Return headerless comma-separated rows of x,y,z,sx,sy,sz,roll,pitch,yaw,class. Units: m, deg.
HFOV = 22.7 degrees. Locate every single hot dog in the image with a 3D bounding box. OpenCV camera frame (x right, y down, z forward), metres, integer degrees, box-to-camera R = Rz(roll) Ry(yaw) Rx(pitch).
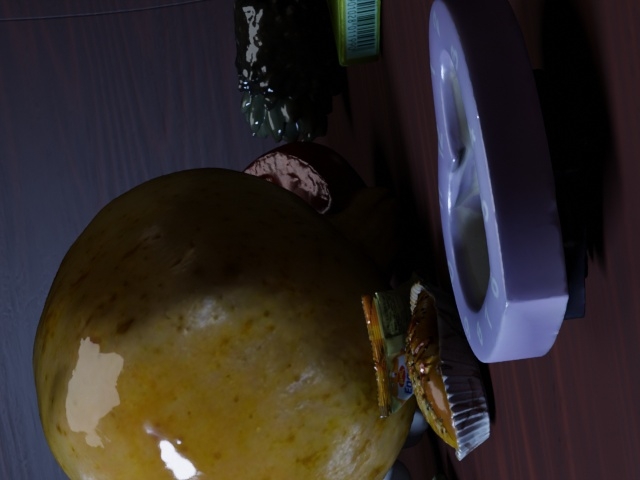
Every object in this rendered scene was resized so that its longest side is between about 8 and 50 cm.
0.097,0.103,1.280,0.192,0.053,0.099,-101,-1,-59,hot dog

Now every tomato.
0.000,0.000,1.726,0.200,0.140,0.233,53,132,21,tomato

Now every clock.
0.101,-0.022,0.806,0.172,0.064,0.198,-105,7,-56,clock

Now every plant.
-0.039,-0.218,1.930,0.132,0.129,0.194,-102,8,-63,plant

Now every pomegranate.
-0.070,0.101,1.513,0.410,0.410,0.410,170,90,-86,pomegranate

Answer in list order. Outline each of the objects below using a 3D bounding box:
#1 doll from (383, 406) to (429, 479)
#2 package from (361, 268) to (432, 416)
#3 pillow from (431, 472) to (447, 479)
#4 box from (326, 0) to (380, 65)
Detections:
0.063,0.319,1.629,0.208,0.144,0.271,98,178,-47,doll
0.074,0.087,1.391,0.121,0.031,0.108,-20,-79,-61,package
0.140,0.351,1.469,0.255,0.034,0.188,-113,12,-67,pillow
0.019,-0.314,1.432,0.311,0.043,0.173,86,173,-61,box
